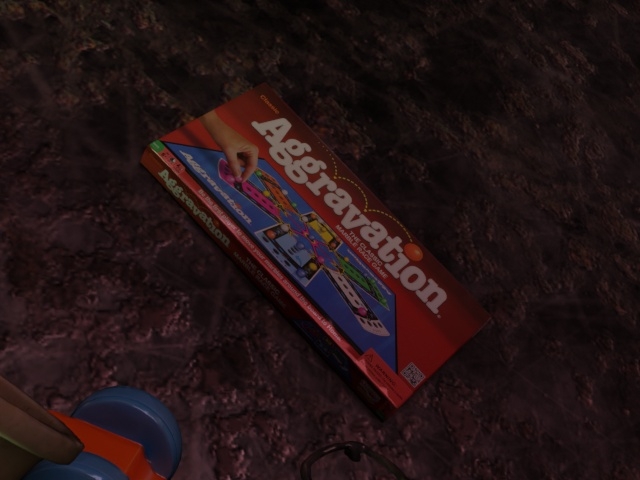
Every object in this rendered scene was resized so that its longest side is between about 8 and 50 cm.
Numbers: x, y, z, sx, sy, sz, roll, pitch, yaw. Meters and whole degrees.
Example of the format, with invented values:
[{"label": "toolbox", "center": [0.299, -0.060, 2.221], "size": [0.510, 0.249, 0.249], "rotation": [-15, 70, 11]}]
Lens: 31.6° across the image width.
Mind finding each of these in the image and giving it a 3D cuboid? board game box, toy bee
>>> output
[{"label": "board game box", "center": [0.000, 0.000, 0.915], "size": [0.281, 0.027, 0.145], "rotation": [46, 46, 8]}, {"label": "toy bee", "center": [-0.124, 0.178, 0.641], "size": [0.298, 0.162, 0.195], "rotation": [20, 24, 26]}]

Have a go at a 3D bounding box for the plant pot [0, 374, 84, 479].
[{"label": "plant pot", "center": [-0.320, 0.110, 0.445], "size": [0.334, 0.334, 0.305], "rotation": [36, 77, -2]}]
